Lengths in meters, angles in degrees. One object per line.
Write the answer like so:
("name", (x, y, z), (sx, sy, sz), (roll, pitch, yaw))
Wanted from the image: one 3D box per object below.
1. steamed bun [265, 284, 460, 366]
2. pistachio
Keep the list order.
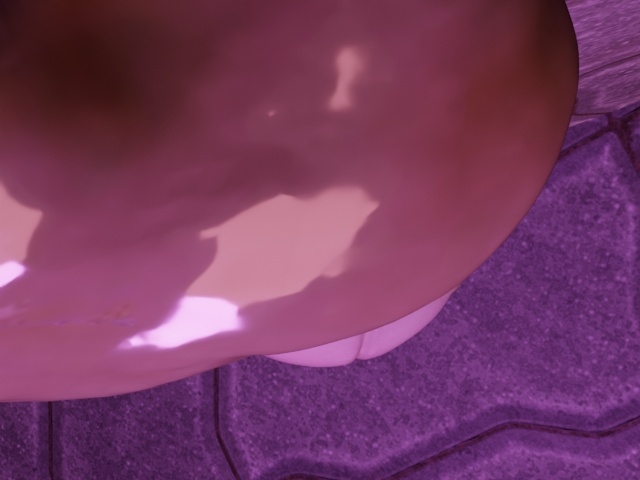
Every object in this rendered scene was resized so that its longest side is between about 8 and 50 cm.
("steamed bun", (0.000, 0.000, 1.187), (0.309, 0.309, 0.309), (-16, 175, -2))
("pistachio", (-0.057, -0.071, 0.602), (0.445, 0.281, 0.365), (-21, 152, -37))
